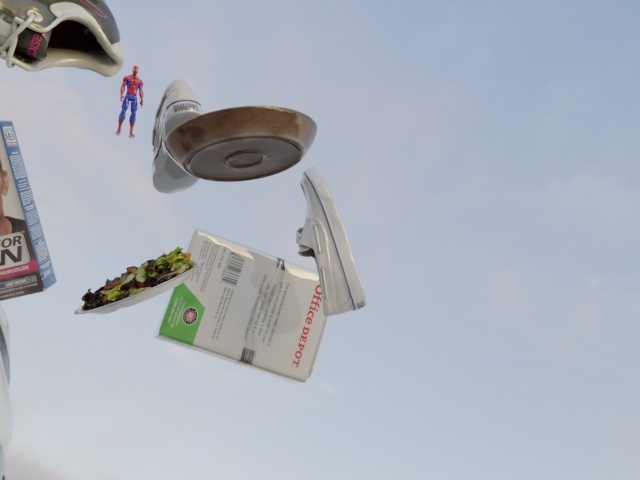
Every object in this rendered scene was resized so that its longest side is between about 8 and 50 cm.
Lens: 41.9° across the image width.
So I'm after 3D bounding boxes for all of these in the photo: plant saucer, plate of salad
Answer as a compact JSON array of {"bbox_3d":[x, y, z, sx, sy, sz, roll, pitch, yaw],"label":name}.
[{"bbox_3d":[-0.085,-0.099,0.915,0.169,0.029,0.168,-7,-16,-2],"label":"plant saucer"},{"bbox_3d":[-0.263,0.057,1.204,0.200,0.200,0.048,-13,-80,40],"label":"plate of salad"}]

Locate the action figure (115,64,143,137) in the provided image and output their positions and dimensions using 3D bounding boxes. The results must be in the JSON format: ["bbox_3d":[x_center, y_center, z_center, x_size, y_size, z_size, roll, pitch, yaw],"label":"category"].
[{"bbox_3d":[-0.304,-0.224,1.339,0.038,0.115,0.030,8,-7,-20],"label":"action figure"}]

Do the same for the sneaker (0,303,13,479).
[{"bbox_3d":[-0.208,0.082,0.402,0.122,0.146,0.330,14,-30,-30],"label":"sneaker"}]

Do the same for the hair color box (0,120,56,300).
[{"bbox_3d":[-0.667,-0.053,1.673,0.174,0.347,0.105,-13,8,-2],"label":"hair color box"}]

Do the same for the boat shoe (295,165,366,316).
[{"bbox_3d":[0.000,0.000,1.389,0.084,0.258,0.095,-18,-20,-2],"label":"boat shoe"}]

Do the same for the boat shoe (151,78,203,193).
[{"bbox_3d":[-0.263,-0.183,1.511,0.096,0.088,0.267,-8,-27,-14],"label":"boat shoe"}]

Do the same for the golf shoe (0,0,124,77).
[{"bbox_3d":[-0.290,-0.212,0.723,0.273,0.120,0.105,-2,-43,-49],"label":"golf shoe"}]

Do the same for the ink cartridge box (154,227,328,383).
[{"bbox_3d":[-0.140,0.131,1.578,0.289,0.211,0.121,21,-17,-11],"label":"ink cartridge box"}]
